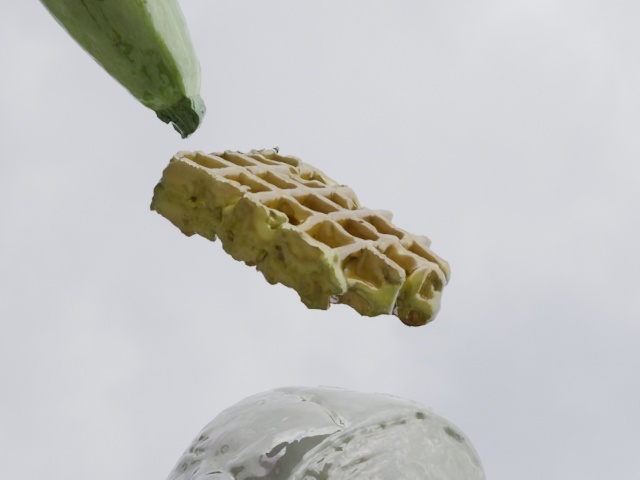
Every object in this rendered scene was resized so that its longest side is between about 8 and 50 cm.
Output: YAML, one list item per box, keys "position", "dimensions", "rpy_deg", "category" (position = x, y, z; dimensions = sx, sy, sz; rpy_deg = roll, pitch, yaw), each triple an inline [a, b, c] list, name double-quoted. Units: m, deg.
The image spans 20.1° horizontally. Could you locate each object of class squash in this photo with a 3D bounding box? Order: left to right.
- position: [-0.201, -0.249, 1.491]
  dimensions: [0.371, 0.118, 0.118]
  rpy_deg: [52, -39, -6]
  category: "squash"

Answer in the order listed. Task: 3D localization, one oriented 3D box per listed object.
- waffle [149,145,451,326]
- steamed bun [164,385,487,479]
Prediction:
- position: [0.000, 0.000, 1.315]
  dimensions: [0.211, 0.160, 0.055]
  rpy_deg: [32, -72, 25]
  category: "waffle"
- position: [-0.043, 0.287, 1.464]
  dimensions: [0.247, 0.236, 0.384]
  rpy_deg: [-8, -124, 58]
  category: "steamed bun"
